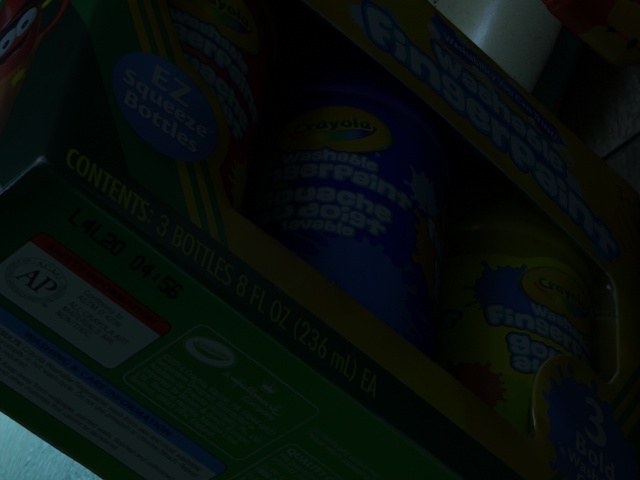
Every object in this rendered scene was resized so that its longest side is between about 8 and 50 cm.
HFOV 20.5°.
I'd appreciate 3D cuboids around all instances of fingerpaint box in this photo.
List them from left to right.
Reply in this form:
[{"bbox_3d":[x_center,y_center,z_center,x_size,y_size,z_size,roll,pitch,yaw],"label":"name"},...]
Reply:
[{"bbox_3d":[0.000,0.000,1.037,0.163,0.445,0.371,-34,29,32],"label":"fingerpaint box"}]

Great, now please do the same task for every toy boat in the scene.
[{"bbox_3d":[0.166,-0.132,1.316,0.267,0.148,0.318,-64,20,-14],"label":"toy boat"}]
